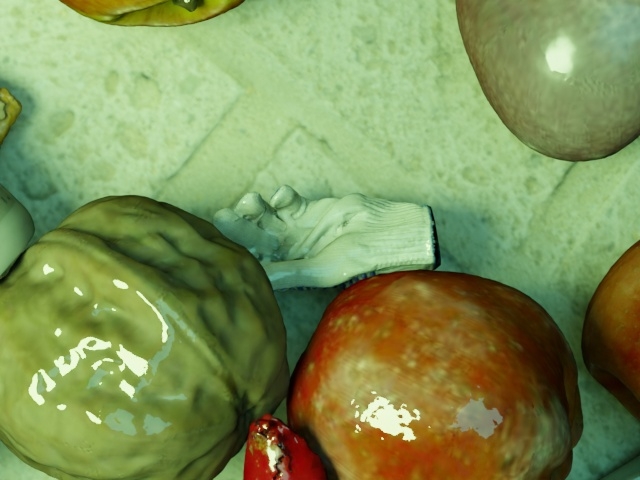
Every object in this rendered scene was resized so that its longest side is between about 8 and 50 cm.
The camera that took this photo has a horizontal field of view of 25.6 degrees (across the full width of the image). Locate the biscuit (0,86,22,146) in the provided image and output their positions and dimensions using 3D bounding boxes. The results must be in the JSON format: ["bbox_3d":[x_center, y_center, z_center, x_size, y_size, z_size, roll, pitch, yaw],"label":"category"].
[{"bbox_3d":[-0.454,-0.173,1.255,0.378,0.054,0.094,28,78,-10],"label":"biscuit"}]

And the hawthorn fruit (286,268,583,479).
[{"bbox_3d":[0.108,0.149,1.251,0.284,0.284,0.284,1,84,-14],"label":"hawthorn fruit"}]

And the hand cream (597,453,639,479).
[{"bbox_3d":[0.330,0.245,1.411,0.186,0.054,0.087,-34,97,-8],"label":"hand cream"}]

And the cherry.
[{"bbox_3d":[0.260,-0.216,1.357,0.261,0.221,0.307,-36,75,-16],"label":"cherry"}]

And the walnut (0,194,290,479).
[{"bbox_3d":[-0.163,0.091,1.206,0.273,0.227,0.273,-6,71,19],"label":"walnut"}]

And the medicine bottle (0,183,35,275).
[{"bbox_3d":[-0.359,-0.040,1.185,0.215,0.135,0.135,45,76,-14],"label":"medicine bottle"}]

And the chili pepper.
[{"bbox_3d":[-0.019,0.304,1.230,0.110,0.110,0.388,-19,128,-15],"label":"chili pepper"}]

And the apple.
[{"bbox_3d":[0.366,0.090,1.347,0.201,0.218,0.218,-45,96,-6],"label":"apple"}]

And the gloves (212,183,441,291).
[{"bbox_3d":[0.002,0.004,1.324,0.229,0.097,0.119,5,44,-12],"label":"gloves"}]

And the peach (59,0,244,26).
[{"bbox_3d":[-0.160,-0.328,1.251,0.280,0.238,0.281,0,87,6],"label":"peach"}]
